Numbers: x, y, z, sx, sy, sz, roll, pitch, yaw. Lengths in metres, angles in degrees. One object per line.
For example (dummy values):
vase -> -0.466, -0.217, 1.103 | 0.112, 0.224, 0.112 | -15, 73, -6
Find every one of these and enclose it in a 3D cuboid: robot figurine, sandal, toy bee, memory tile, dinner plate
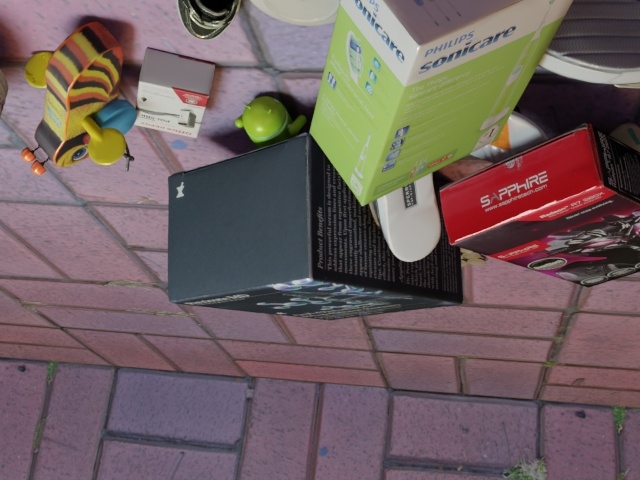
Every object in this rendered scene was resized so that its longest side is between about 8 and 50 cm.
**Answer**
robot figurine -> -0.074, -0.167, 1.316 | 0.101, 0.067, 0.115 | 12, 162, 21
sandal -> 0.192, -0.181, 1.207 | 0.265, 0.076, 0.102 | 22, 148, 18
toy bee -> -0.340, -0.158, 1.250 | 0.195, 0.162, 0.298 | 37, 152, 34
memory tile -> 0.252, 0.030, 1.802 | 0.148, 0.012, 0.113 | -5, 156, 26
dinner plate -> -0.022, -0.291, 1.053 | 0.141, 0.017, 0.141 | 5, 158, 2

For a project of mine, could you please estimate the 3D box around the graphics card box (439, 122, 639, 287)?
graphics card box -> 0.371, -0.033, 1.240 | 0.233, 0.094, 0.371 | -24, 153, 39

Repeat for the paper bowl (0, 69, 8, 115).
paper bowl -> -0.570, -0.229, 1.203 | 0.284, 0.148, 0.284 | 7, 159, 3

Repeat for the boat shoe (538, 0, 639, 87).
boat shoe -> 0.359, -0.211, 1.017 | 0.302, 0.109, 0.094 | 6, 161, -5

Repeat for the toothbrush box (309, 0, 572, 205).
toothbrush box -> 0.120, -0.188, 0.942 | 0.206, 0.122, 0.283 | -27, 160, -20

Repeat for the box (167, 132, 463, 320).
box -> 0.000, 0.000, 1.426 | 0.293, 0.212, 0.395 | -11, 165, 39

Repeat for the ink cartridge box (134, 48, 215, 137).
ink cartridge box -> -0.210, -0.206, 1.273 | 0.099, 0.056, 0.135 | 11, 159, -11

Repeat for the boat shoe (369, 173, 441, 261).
boat shoe -> 0.102, -0.117, 1.210 | 0.108, 0.102, 0.301 | -21, 126, -12

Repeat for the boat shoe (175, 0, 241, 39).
boat shoe -> -0.128, -0.284, 1.023 | 0.078, 0.070, 0.219 | 13, 157, -10

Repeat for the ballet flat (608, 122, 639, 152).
ballet flat -> 0.396, -0.098, 1.328 | 0.086, 0.086, 0.248 | 14, 154, -17
